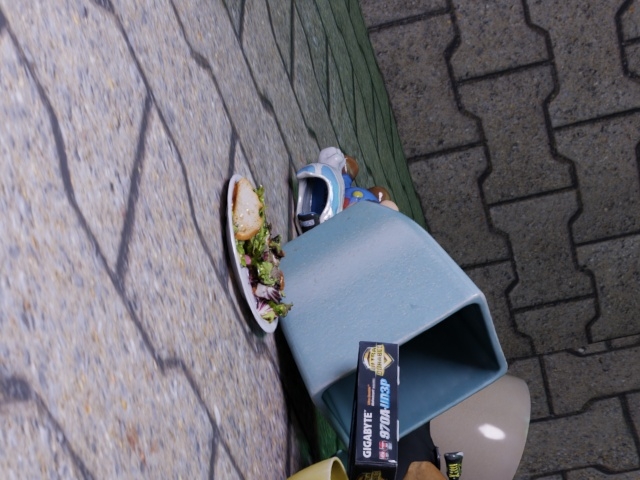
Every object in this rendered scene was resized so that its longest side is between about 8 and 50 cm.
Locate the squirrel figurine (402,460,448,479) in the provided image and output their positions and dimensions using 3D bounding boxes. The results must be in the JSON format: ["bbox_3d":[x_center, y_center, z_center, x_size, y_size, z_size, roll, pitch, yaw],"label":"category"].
[{"bbox_3d":[0.244,0.564,1.715,0.397,0.281,0.370,-66,145,-34],"label":"squirrel figurine"}]

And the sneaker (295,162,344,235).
[{"bbox_3d":[0.000,0.000,1.890,0.086,0.085,0.237,-5,88,-50],"label":"sneaker"}]

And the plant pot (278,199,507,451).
[{"bbox_3d":[0.068,0.098,1.676,0.252,0.247,0.248,57,-3,34],"label":"plant pot"}]

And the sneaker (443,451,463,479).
[{"bbox_3d":[0.215,0.361,1.992,0.083,0.031,0.035,70,15,-62],"label":"sneaker"}]

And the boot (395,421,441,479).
[{"bbox_3d":[0.117,0.338,1.965,0.445,0.146,0.367,-86,160,-44],"label":"boot"}]

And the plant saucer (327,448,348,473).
[{"bbox_3d":[0.038,0.435,1.635,0.317,0.044,0.317,-12,90,-80],"label":"plant saucer"}]

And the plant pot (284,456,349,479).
[{"bbox_3d":[-0.018,0.304,1.322,0.134,0.095,0.134,-12,90,-81],"label":"plant pot"}]

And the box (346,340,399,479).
[{"bbox_3d":[0.060,0.256,1.481,0.220,0.051,0.175,94,0,-46],"label":"box"}]

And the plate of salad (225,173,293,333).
[{"bbox_3d":[-0.072,0.014,1.519,0.200,0.048,0.199,-13,90,-81],"label":"plate of salad"}]

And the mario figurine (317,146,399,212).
[{"bbox_3d":[0.084,-0.048,2.052,0.320,0.198,0.170,-95,-166,-66],"label":"mario figurine"}]

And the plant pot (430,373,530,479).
[{"bbox_3d":[0.239,0.357,2.314,0.284,0.191,0.284,-160,-90,-80],"label":"plant pot"}]
